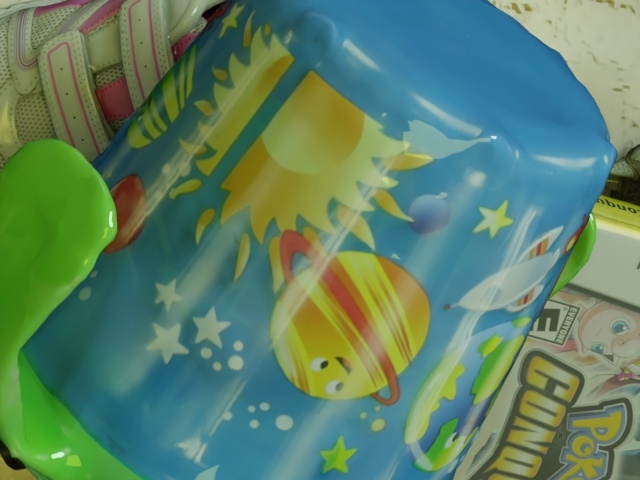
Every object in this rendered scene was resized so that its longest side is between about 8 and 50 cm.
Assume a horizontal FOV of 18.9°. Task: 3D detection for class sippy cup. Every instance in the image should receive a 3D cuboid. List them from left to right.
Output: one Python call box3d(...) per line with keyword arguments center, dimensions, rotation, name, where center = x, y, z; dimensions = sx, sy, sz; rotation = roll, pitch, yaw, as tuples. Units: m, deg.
box3d(center=(0.000, 0.000, 0.820), dimensions=(0.240, 0.305, 0.224), rotation=(31, 115, -3), name="sippy cup")

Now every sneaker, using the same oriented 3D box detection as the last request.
box3d(center=(-0.090, -0.082, 0.937), dimensions=(0.252, 0.111, 0.103), rotation=(-28, 107, -12), name="sneaker")

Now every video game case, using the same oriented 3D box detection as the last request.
box3d(center=(0.179, 0.121, 1.042), dimensions=(0.248, 0.035, 0.274), rotation=(16, 114, -12), name="video game case")

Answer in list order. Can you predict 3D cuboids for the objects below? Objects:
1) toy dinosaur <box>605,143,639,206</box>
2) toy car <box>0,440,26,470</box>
box3d(center=(0.259, 0.031, 1.090), dimensions=(0.160, 0.121, 0.313), rotation=(-24, 118, 14), name="toy dinosaur")
box3d(center=(-0.097, 0.105, 0.931), dimensions=(0.239, 0.053, 0.225), rotation=(-20, 127, 26), name="toy car")
